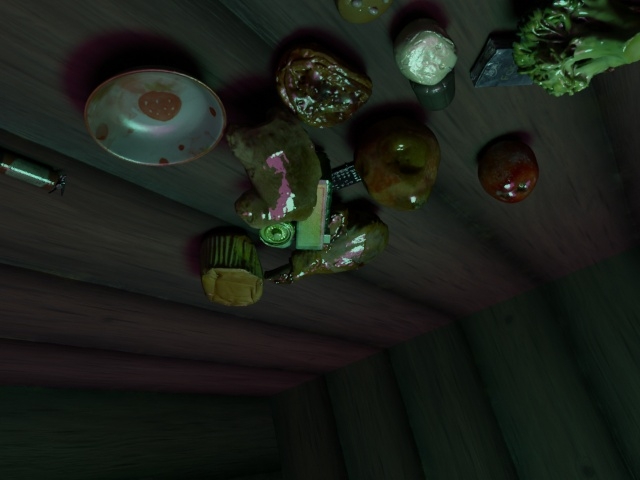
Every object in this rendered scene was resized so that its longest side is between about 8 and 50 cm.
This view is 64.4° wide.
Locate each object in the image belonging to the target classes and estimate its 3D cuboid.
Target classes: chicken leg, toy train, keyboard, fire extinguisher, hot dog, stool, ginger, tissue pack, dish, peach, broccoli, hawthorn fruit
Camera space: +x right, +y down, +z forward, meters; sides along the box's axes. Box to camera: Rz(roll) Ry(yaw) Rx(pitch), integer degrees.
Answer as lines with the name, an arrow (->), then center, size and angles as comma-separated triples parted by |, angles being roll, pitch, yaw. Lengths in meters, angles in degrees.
chicken leg -> 0.000, 0.000, 1.523 | 0.408, 0.182, 0.295 | -25, 139, 3
toy train -> -0.064, -0.099, 1.285 | 0.188, 0.159, 0.272 | 2, 129, -5
keyboard -> -0.004, -0.152, 1.417 | 0.309, 0.018, 0.101 | -19, 153, 8
fire extinguisher -> -0.626, -0.144, 1.091 | 0.062, 0.050, 0.177 | -45, 144, 14
hot dog -> 0.012, -0.313, 1.044 | 0.226, 0.099, 0.160 | 7, 146, -41
stool -> 0.248, -0.342, 1.109 | 0.096, 0.096, 0.110 | -21, 156, 13
ginger -> -0.103, -0.140, 1.081 | 0.221, 0.130, 0.276 | -41, 119, -1
tissue pack -> 0.426, -0.398, 1.134 | 0.156, 0.051, 0.112 | -7, 152, -15
dish -> -0.319, -0.260, 0.993 | 0.259, 0.086, 0.260 | -10, 151, -6
peach -> 0.196, -0.179, 1.240 | 0.214, 0.236, 0.214 | -19, 160, -7
broccoli -> 0.523, -0.381, 0.980 | 0.287, 0.246, 0.248 | -25, 131, -9
hawthorn fruit -> 0.533, -0.191, 1.443 | 0.172, 0.173, 0.173 | -12, 153, -6

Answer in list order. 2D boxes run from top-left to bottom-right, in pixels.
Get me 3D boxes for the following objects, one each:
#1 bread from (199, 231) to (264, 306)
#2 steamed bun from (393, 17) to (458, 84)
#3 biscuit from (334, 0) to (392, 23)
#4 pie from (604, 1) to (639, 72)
bread -> -0.271, 0.084, 1.582 | 0.203, 0.156, 0.288 | 1, 151, 0
steamed bun -> 0.203, -0.379, 1.013 | 0.129, 0.091, 0.112 | 24, 126, -32
biscuit -> 0.134, -0.482, 0.842 | 0.196, 0.049, 0.301 | 11, 144, -36
pie -> 0.663, -0.456, 1.150 | 0.194, 0.046, 0.195 | -12, 151, -7
